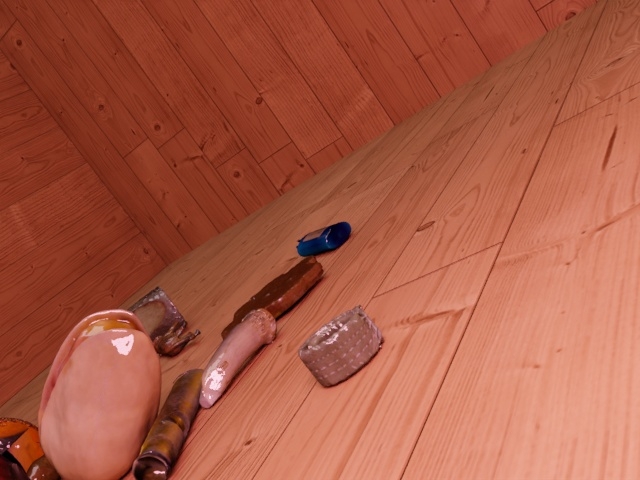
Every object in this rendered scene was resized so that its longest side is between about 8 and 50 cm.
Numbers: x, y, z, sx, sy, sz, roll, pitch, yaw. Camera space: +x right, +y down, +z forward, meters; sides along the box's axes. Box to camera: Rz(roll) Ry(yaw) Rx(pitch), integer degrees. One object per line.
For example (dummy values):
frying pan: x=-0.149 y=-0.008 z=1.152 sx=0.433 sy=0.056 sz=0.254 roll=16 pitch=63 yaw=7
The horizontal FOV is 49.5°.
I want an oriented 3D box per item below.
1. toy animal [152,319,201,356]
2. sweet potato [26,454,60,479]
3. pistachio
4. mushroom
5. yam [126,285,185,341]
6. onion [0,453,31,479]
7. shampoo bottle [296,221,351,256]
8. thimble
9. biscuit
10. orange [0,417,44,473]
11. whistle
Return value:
toy animal: x=-0.367 y=0.254 z=1.753 sx=0.099 sy=0.057 sz=0.241 roll=-47 pitch=15 yaw=-20
sweet potato: x=-0.543 y=0.460 z=1.354 sx=0.067 sy=0.067 sz=0.274 roll=-28 pitch=17 yaw=35
pistachio: x=-0.360 y=0.264 z=1.139 sx=0.187 sy=0.187 sz=0.299 roll=-95 pitch=17 yaw=-78
mushroom: x=-0.154 y=0.207 z=1.234 sx=0.084 sy=0.071 sz=0.209 roll=-33 pitch=12 yaw=45
yam: x=-0.499 y=0.247 z=1.957 sx=0.254 sy=0.154 sz=0.154 roll=-39 pitch=10 yaw=3
onion: x=-0.488 y=0.381 z=0.819 sx=0.341 sy=0.341 sz=0.341 roll=-34 pitch=10 yaw=7
shampoo bottle: x=0.000 y=0.000 z=1.699 sx=0.087 sy=0.050 sz=0.183 roll=-44 pitch=13 yaw=-28
thimble: x=0.028 y=0.141 z=0.933 sx=0.110 sy=0.062 sz=0.084 roll=-37 pitch=9 yaw=-8
biscuit: x=-0.095 y=0.124 z=1.470 sx=0.208 sy=0.041 sz=0.290 roll=-22 pitch=16 yaw=50
orange: x=-0.669 y=0.471 z=1.414 sx=0.234 sy=0.182 sz=0.234 roll=-46 pitch=12 yaw=13
whistle: x=-0.240 y=0.293 z=1.131 sx=0.068 sy=0.057 sz=0.326 roll=-35 pitch=10 yaw=6
